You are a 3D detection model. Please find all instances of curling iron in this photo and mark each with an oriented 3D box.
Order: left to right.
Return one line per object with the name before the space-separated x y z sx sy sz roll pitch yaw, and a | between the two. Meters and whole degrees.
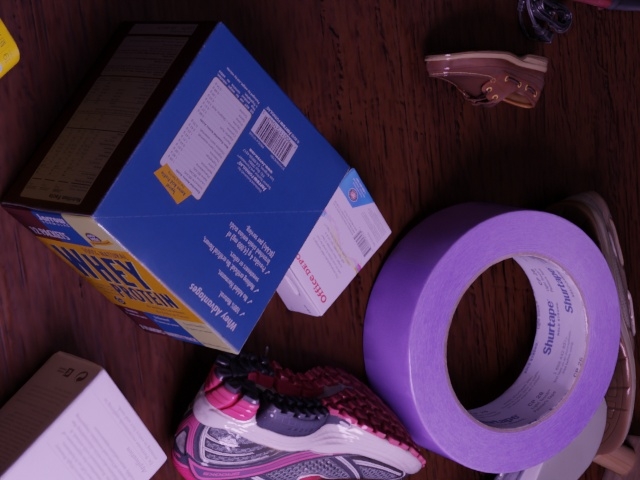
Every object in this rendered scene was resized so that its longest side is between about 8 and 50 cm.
curling iron | 0.320 -0.267 1.738 0.274 0.035 0.068 -11 107 -41

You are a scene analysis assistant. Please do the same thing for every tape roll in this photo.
tape roll | 0.182 0.099 1.587 0.274 0.090 0.275 -5 100 -29

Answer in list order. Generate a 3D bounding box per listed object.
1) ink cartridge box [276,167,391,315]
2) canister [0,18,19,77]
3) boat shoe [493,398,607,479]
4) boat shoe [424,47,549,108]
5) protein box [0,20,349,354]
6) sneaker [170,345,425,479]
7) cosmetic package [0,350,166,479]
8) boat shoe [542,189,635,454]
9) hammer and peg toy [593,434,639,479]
ink cartridge box | 0.000 0.000 1.467 0.122 0.052 0.088 -50 125 -28
canister | -0.321 -0.130 1.138 0.170 0.073 0.126 -49 126 -28
boat shoe | 0.232 0.256 1.688 0.079 0.081 0.227 40 80 -39
boat shoe | 0.178 -0.170 1.599 0.178 0.064 0.060 0 94 -45
protein box | -0.119 -0.047 1.293 0.200 0.136 0.201 46 65 -37
sneaker | -0.019 0.185 1.449 0.299 0.121 0.112 20 112 -43
cosmetic package | -0.246 0.216 1.249 0.231 0.085 0.117 -46 124 -26
boat shoe | 0.313 0.094 1.736 0.098 0.109 0.302 -26 109 -56
hammer and peg toy | 0.368 0.399 1.721 0.127 0.266 0.361 28 75 -22
